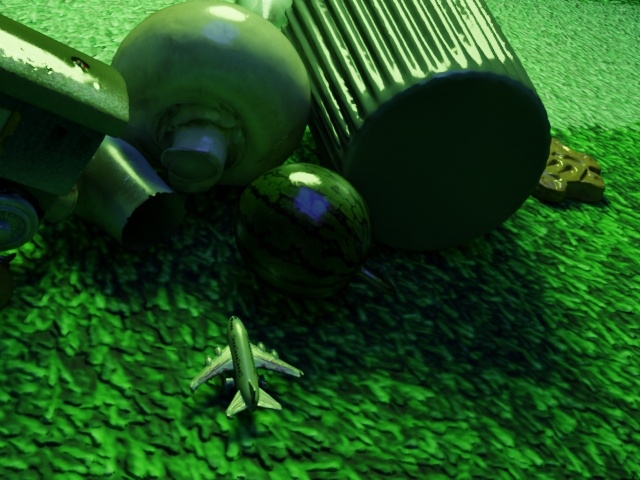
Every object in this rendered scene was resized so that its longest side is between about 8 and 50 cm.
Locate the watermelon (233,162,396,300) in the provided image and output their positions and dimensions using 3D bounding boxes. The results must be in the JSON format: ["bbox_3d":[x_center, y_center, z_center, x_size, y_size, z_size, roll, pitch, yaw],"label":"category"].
[{"bbox_3d":[0.000,0.000,0.764,0.187,0.141,0.140,31,39,14],"label":"watermelon"}]

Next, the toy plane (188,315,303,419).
[{"bbox_3d":[-0.071,0.115,0.667,0.102,0.040,0.111,0,36,-20],"label":"toy plane"}]

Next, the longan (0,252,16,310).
[{"bbox_3d":[-0.315,0.035,0.674,0.075,0.075,0.083,33,49,26],"label":"longan"}]

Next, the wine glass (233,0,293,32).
[{"bbox_3d":[-0.095,-0.365,1.263,0.122,0.122,0.183,6,39,-10],"label":"wine glass"}]

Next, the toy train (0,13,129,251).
[{"bbox_3d":[-0.336,-0.115,0.649,0.299,0.202,0.131,21,30,-39],"label":"toy train"}]

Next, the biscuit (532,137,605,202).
[{"bbox_3d":[0.292,-0.130,1.119,0.288,0.044,0.202,16,35,9],"label":"biscuit"}]

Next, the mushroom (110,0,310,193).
[{"bbox_3d":[-0.135,-0.151,0.861,0.245,0.246,0.203,11,57,-3],"label":"mushroom"}]

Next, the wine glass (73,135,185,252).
[{"bbox_3d":[-0.252,-0.074,0.821,0.222,0.103,0.103,37,42,28],"label":"wine glass"}]

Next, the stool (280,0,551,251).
[{"bbox_3d":[0.112,-0.183,0.935,0.297,0.297,0.330,2,41,-14],"label":"stool"}]
